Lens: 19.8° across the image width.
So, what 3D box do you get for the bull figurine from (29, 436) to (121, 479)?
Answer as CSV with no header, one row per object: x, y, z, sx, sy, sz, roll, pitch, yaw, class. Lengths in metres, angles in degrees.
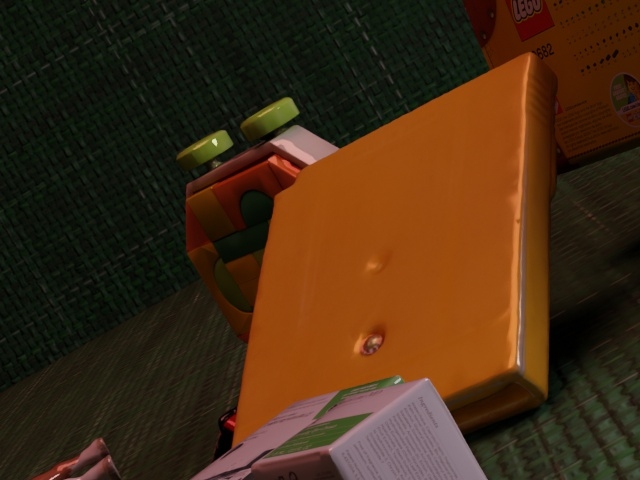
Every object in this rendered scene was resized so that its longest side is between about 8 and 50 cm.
-0.250,0.259,1.586,0.188,0.101,0.310,-27,8,-8,bull figurine

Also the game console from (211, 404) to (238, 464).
-0.017,0.163,1.657,0.144,0.085,0.124,-34,38,-29,game console

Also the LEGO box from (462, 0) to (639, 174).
0.408,-0.239,1.476,0.373,0.193,0.500,-23,1,-28,LEGO box

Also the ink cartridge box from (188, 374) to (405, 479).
-0.035,0.185,1.200,0.208,0.087,0.153,-35,7,-32,ink cartridge box

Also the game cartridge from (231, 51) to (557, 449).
0.061,0.030,1.444,0.285,0.053,0.323,-26,39,34,game cartridge

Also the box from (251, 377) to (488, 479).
0.034,0.150,1.092,0.087,0.102,0.101,-32,5,-32,box

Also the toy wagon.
0.000,0.000,1.705,0.068,0.267,0.344,-36,8,-35,toy wagon
